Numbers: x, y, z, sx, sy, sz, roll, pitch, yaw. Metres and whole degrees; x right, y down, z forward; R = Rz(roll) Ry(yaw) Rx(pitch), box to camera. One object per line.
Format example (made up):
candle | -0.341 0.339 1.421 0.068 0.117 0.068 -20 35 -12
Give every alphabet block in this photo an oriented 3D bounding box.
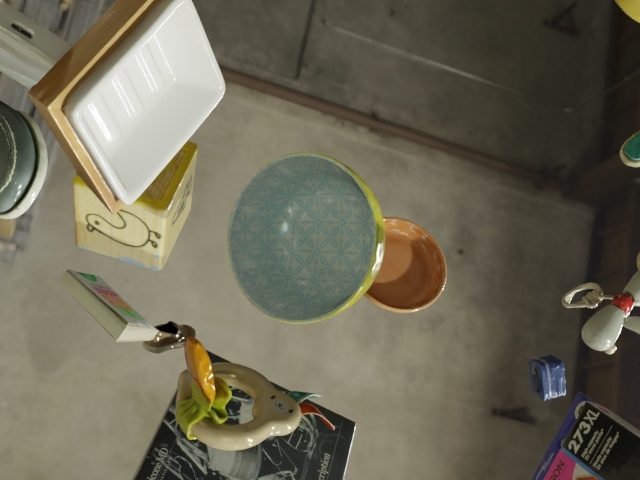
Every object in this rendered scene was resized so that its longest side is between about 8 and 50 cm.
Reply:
alphabet block | -0.363 -0.089 1.737 0.197 0.192 0.193 106 0 -51

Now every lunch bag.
lunch bag | 0.499 0.309 1.964 0.067 0.065 0.098 -164 -114 -74

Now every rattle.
rattle | -0.067 0.167 1.051 0.130 0.199 0.143 -108 -153 -67

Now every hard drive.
hard drive | -0.492 -0.311 1.409 0.040 0.203 0.307 -62 -157 -11

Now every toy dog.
toy dog | 0.722 0.143 1.941 0.333 0.161 0.220 -32 -161 6

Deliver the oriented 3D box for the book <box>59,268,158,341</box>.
book | -0.330 0.103 1.382 0.035 0.144 0.096 -54 159 5

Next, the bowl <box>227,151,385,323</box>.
bowl | 0.000 0.000 1.526 0.156 0.289 0.290 8 101 -60

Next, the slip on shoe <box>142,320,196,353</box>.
slip on shoe | -0.260 0.162 1.550 0.135 0.051 0.041 -8 124 -62

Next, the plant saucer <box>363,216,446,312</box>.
plant saucer | 0.146 0.050 1.715 0.037 0.200 0.200 123 -22 -60

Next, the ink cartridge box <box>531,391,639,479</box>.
ink cartridge box | 0.433 0.362 1.313 0.176 0.069 0.371 -63 -160 4

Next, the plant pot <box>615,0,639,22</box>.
plant pot | 0.733 -0.587 1.759 0.239 0.254 0.254 -17 -122 58

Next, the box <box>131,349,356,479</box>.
box | -0.140 0.400 1.438 0.179 0.312 0.343 -61 -174 35

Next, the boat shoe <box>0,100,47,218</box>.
boat shoe | -0.403 -0.132 0.966 0.116 0.099 0.319 -51 -127 8

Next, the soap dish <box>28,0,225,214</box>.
soap dish | -0.281 -0.219 1.309 0.291 0.118 0.229 -56 149 -26

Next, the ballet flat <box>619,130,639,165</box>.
ballet flat | 0.726 -0.233 1.815 0.248 0.086 0.086 -35 -155 9
